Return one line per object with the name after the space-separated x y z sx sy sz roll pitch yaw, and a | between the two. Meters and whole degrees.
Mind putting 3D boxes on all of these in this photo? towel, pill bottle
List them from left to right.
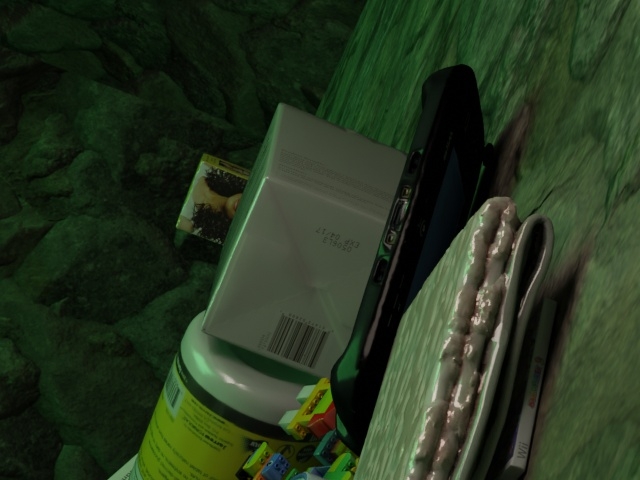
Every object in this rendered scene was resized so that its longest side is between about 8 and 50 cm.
-0.099 0.248 1.803 0.188 0.188 0.334 -80 11 -64 | pill bottle
0.056 0.166 1.117 0.317 0.053 0.332 114 174 -71 | towel

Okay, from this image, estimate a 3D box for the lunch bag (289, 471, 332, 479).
-0.021 0.294 1.322 0.176 0.090 0.219 120 170 -68 | lunch bag

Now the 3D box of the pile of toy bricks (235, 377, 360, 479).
-0.005 0.224 1.502 0.105 0.118 0.212 -13 34 51 | pile of toy bricks

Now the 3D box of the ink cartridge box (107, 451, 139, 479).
-0.200 0.315 1.956 0.115 0.067 0.198 -41 -41 -32 | ink cartridge box

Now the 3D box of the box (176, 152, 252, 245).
-0.040 -0.016 1.956 0.058 0.232 0.087 -94 25 -76 | box

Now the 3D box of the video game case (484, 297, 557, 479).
0.115 0.105 1.054 0.087 0.011 0.122 117 171 -53 | video game case

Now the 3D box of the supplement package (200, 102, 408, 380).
0.000 0.000 1.773 0.293 0.177 0.175 -83 15 -72 | supplement package

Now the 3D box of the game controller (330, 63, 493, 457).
0.077 0.018 1.388 0.166 0.067 0.319 87 -161 -66 | game controller
